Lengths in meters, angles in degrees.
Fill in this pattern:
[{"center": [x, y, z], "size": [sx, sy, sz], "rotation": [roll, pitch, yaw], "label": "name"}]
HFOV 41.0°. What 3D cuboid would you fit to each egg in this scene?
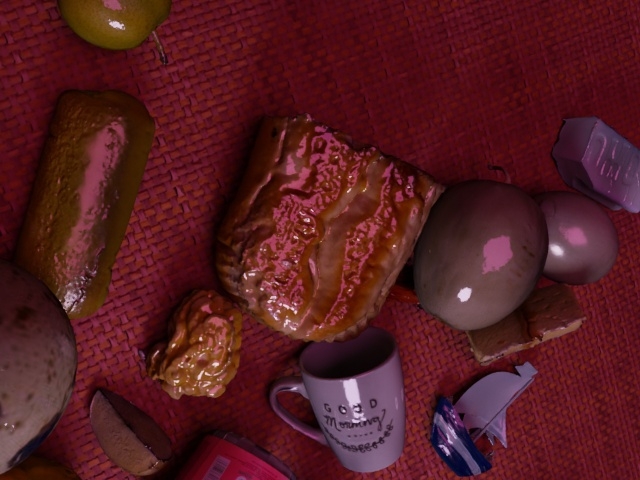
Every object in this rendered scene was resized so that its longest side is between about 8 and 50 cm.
[{"center": [-0.562, 0.188, 1.203], "size": [0.428, 0.345, 0.344], "rotation": [-12, 103, -13], "label": "egg"}, {"center": [0.517, -0.004, 1.789], "size": [0.253, 0.186, 0.186], "rotation": [34, 82, -33], "label": "egg"}]

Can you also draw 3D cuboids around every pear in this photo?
[{"center": [-0.304, -0.372, 1.342], "size": [0.216, 0.166, 0.180], "rotation": [43, 63, -10], "label": "pear"}]

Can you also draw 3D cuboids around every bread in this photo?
[{"center": [-0.382, -0.060, 1.384], "size": [0.166, 0.112, 0.383], "rotation": [16, 91, -27], "label": "bread"}, {"center": [0.421, 0.204, 1.731], "size": [0.240, 0.178, 0.135], "rotation": [-22, 110, 10], "label": "bread"}]

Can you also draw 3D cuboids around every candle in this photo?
[{"center": [0.169, 0.110, 1.713], "size": [0.162, 0.053, 0.048], "rotation": [12, 92, -32], "label": "candle"}]

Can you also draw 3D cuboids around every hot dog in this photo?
[{"center": [0.000, 0.000, 1.541], "size": [0.367, 0.196, 0.365], "rotation": [23, 85, -21], "label": "hot dog"}]

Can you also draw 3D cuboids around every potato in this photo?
[{"center": [-0.338, 0.345, 1.489], "size": [0.172, 0.100, 0.089], "rotation": [43, 97, 13], "label": "potato"}]

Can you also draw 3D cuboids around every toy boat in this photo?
[{"center": [0.361, 0.390, 1.839], "size": [0.292, 0.070, 0.210], "rotation": [-18, 107, -26], "label": "toy boat"}]

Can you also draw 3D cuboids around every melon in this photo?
[{"center": [0.307, 0.022, 1.655], "size": [0.272, 0.272, 0.307], "rotation": [8, 110, -27], "label": "melon"}]

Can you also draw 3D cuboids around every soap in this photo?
[{"center": [0.617, -0.168, 1.869], "size": [0.231, 0.091, 0.145], "rotation": [24, 87, -28], "label": "soap"}]

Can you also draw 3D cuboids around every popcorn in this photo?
[{"center": [-0.203, 0.192, 1.496], "size": [0.163, 0.140, 0.194], "rotation": [40, 82, -20], "label": "popcorn"}]

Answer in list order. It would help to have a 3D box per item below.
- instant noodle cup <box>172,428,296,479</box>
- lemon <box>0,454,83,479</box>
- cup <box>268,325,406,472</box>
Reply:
[{"center": [-0.158, 0.450, 1.509], "size": [0.302, 0.258, 0.181], "rotation": [41, 66, -22], "label": "instant noodle cup"}, {"center": [-0.467, 0.483, 1.330], "size": [0.297, 0.297, 0.297], "rotation": [-4, 99, -26], "label": "lemon"}, {"center": [0.037, 0.313, 1.628], "size": [0.258, 0.186, 0.234], "rotation": [-9, 112, 5], "label": "cup"}]
